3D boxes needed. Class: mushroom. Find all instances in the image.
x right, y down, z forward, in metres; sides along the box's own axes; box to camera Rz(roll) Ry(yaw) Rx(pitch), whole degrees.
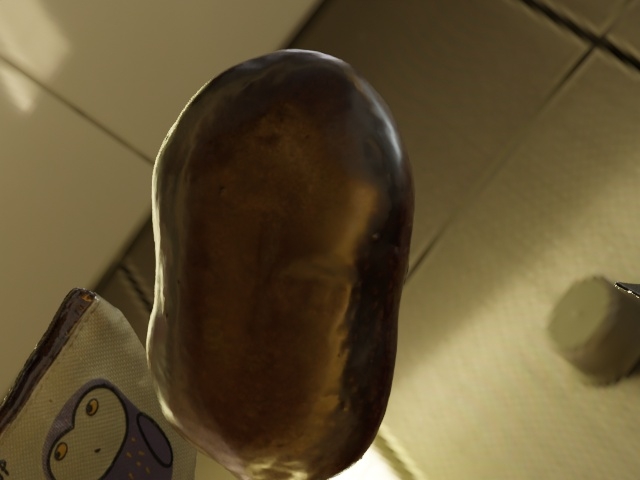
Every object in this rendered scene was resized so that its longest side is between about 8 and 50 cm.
[{"bbox_3d":[0.000,0.000,1.000,0.217,0.148,0.227,-31,136,-66],"label":"mushroom"}]

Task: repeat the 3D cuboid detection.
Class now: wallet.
[{"bbox_3d":[-0.230,0.229,1.604,0.068,0.275,0.335,12,-123,36],"label":"wallet"}]

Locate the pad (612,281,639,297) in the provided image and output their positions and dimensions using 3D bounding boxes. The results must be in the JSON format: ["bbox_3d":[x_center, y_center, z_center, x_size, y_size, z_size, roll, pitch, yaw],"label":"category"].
[{"bbox_3d":[0.264,0.056,0.822,0.243,0.164,0.004,31,-66,58],"label":"pad"}]
